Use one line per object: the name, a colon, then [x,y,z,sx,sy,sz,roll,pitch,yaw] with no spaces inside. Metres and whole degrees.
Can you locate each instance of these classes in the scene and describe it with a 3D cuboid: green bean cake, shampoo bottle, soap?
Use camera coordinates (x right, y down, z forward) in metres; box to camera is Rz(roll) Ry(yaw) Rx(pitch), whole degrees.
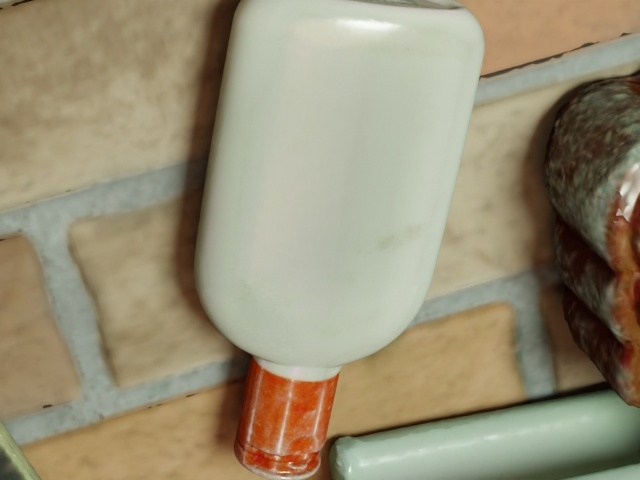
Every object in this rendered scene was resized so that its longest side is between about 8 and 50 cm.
green bean cake: [0.225,0.003,0.678,0.233,0.097,0.198,-14,117,-7]
shampoo bottle: [0.000,0.000,0.648,0.108,0.051,0.220,4,113,-18]
soap: [0.159,0.161,0.738,0.290,0.095,0.172,-9,116,-9]

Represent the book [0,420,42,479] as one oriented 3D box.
book: [-0.296,0.068,0.624,0.263,0.028,0.374,-27,118,2]
